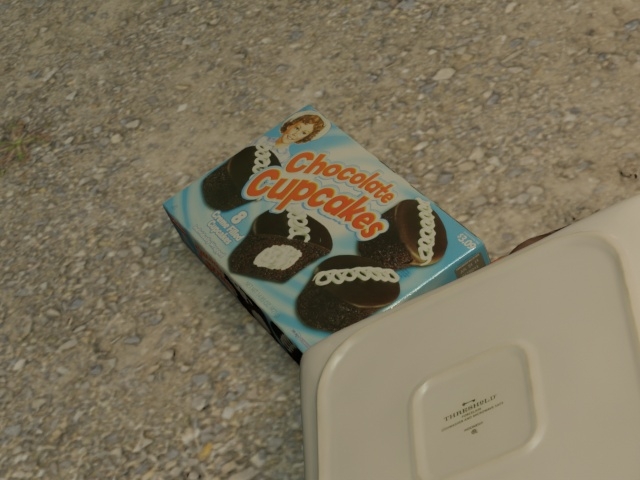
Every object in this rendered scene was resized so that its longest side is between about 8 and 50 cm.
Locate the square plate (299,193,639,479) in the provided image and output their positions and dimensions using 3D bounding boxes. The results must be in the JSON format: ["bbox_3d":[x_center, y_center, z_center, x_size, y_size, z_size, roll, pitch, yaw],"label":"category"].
[{"bbox_3d":[0.122,0.134,1.082,0.347,0.049,0.344,-26,38,22],"label":"square plate"}]

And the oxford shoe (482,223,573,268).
[{"bbox_3d":[0.282,0.064,1.173,0.132,0.130,0.363,-38,41,-24],"label":"oxford shoe"}]

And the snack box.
[{"bbox_3d":[0.000,0.000,1.442,0.187,0.060,0.322,-35,40,-11],"label":"snack box"}]
